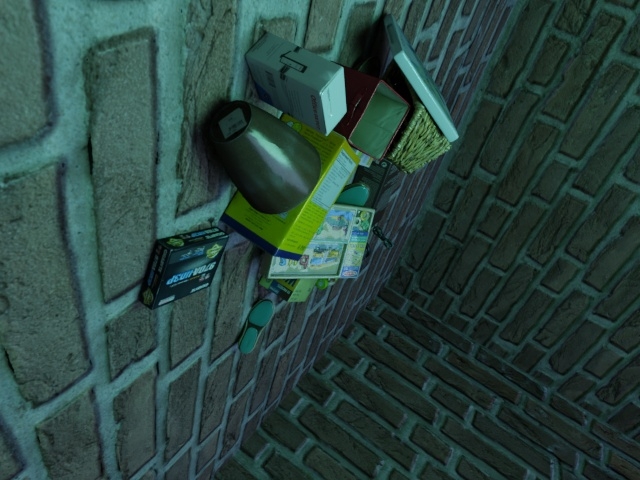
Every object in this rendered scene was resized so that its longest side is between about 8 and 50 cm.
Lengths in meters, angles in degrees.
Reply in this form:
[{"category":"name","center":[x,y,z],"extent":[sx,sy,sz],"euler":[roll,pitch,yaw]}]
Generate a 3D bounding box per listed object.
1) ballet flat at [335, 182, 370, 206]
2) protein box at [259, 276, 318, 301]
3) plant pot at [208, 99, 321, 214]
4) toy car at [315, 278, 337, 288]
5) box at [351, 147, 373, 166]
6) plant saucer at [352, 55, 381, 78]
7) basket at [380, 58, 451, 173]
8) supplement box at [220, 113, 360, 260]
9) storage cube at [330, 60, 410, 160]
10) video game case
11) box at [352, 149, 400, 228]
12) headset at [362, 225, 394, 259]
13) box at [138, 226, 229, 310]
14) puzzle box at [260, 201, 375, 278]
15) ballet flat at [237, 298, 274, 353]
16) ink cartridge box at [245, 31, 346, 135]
[{"category":"ballet flat","center":[0.065,-0.117,1.787],"extent":[0.342,0.116,0.124],"euler":[-52,-163,31]},{"category":"protein box","center":[-0.094,0.112,1.756],"extent":[0.201,0.136,0.200],"euler":[-60,162,3]},{"category":"plant pot","center":[-0.141,-0.204,1.058],"extent":[0.215,0.216,0.230],"euler":[-56,148,-6]},{"category":"toy car","center":[-0.007,0.106,2.057],"extent":[0.155,0.149,0.188],"euler":[-19,109,-68]},{"category":"box","center":[0.127,-0.338,1.647],"extent":[0.114,0.103,0.203],"euler":[-62,162,14]},{"category":"plant saucer","center":[0.126,-0.499,1.492],"extent":[0.198,0.036,0.198],"euler":[-49,159,-26]},{"category":"basket","center":[0.247,-0.393,1.497],"extent":[0.214,0.298,0.223],"euler":[-30,140,25]},{"category":"supplement box","center":[-0.076,-0.145,1.293],"extent":[0.356,0.195,0.194],"euler":[-58,162,3]},{"category":"storage cube","center":[0.102,-0.364,1.329],"extent":[0.215,0.193,0.183],"euler":[14,107,-55]},{"category":"video game case","center":[0.300,-0.492,1.401],"extent":[0.036,0.329,0.299],"euler":[-29,-143,25]},{"category":"box","center":[0.233,-0.234,2.044],"extent":[0.191,0.143,0.381],"euler":[-38,151,-49]},{"category":"headset","center":[0.170,0.077,2.241],"extent":[0.394,0.185,0.243],"euler":[-47,172,34]},{"category":"box","center":[-0.339,0.064,1.177],"extent":[0.220,0.051,0.175],"euler":[-21,139,-62]},{"category":"puzzle box","center":[0.000,0.000,1.598],"extent":[0.409,0.052,0.271],"euler":[2,108,-40]},{"category":"ballet flat","center":[-0.251,0.322,1.811],"extent":[0.248,0.086,0.086],"euler":[-60,162,11]},{"category":"ink cartridge box","center":[-0.048,-0.342,1.025],"extent":[0.085,0.203,0.148],"euler":[-53,162,-15]}]
